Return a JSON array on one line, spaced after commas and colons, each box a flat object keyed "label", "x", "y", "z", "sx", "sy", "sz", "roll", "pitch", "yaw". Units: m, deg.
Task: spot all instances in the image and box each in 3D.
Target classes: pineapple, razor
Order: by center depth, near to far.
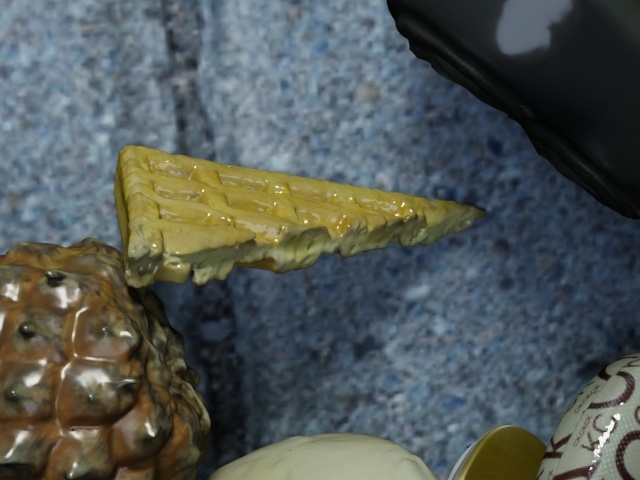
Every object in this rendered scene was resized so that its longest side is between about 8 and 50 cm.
[{"label": "razor", "x": 0.201, "y": -0.176, "z": 0.867, "sx": 0.349, "sy": 0.113, "sz": 0.204, "roll": -46, "pitch": 118, "yaw": 7}, {"label": "pineapple", "x": -0.154, "y": 0.085, "z": 0.869, "sx": 0.193, "sy": 0.166, "sz": 0.166, "roll": -27, "pitch": 114, "yaw": 3}]

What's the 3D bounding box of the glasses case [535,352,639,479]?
[{"label": "glasses case", "x": 0.253, "y": 0.195, "z": 1.020, "sx": 0.354, "sy": 0.085, "sz": 0.137, "roll": 41, "pitch": 70, "yaw": -24}]

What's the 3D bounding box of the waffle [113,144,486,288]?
[{"label": "waffle", "x": 0.000, "y": 0.000, "z": 0.889, "sx": 0.191, "sy": 0.125, "sz": 0.032, "roll": 8, "pitch": 110, "yaw": -12}]

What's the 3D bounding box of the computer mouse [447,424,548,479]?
[{"label": "computer mouse", "x": 0.120, "y": 0.192, "z": 1.006, "sx": 0.045, "sy": 0.102, "sz": 0.199, "roll": -7, "pitch": 118, "yaw": 35}]

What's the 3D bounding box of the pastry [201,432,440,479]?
[{"label": "pastry", "x": 0.030, "y": 0.207, "z": 0.905, "sx": 0.133, "sy": 0.265, "sz": 0.265, "roll": -32, "pitch": 115, "yaw": -17}]
